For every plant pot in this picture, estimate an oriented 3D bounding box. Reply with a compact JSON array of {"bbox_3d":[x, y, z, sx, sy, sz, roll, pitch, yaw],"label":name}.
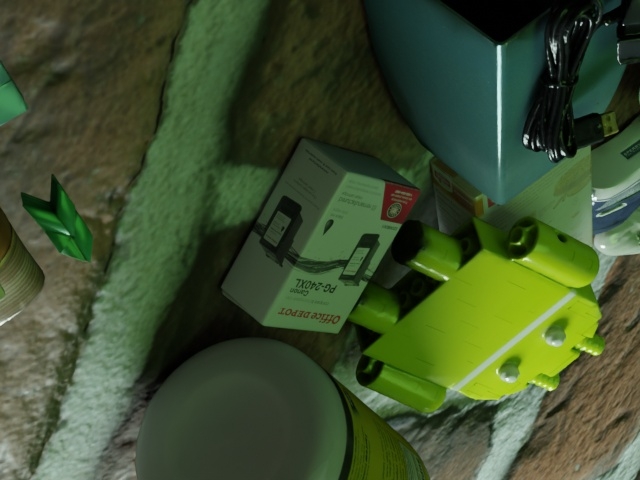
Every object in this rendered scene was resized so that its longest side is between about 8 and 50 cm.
[{"bbox_3d":[0.147,-0.155,1.250,0.165,0.165,0.234,-36,146,-20],"label":"plant pot"}]

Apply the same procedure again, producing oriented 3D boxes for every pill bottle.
[{"bbox_3d":[-0.010,0.227,1.397,0.188,0.188,0.334,-48,146,-3],"label":"pill bottle"}]

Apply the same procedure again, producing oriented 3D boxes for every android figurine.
[{"bbox_3d":[0.150,0.073,1.454,0.273,0.056,0.248,27,125,-35],"label":"android figurine"}]

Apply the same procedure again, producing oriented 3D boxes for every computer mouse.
[{"bbox_3d":[0.264,-0.149,1.193,0.262,0.060,0.184,-29,146,-31],"label":"computer mouse"}]

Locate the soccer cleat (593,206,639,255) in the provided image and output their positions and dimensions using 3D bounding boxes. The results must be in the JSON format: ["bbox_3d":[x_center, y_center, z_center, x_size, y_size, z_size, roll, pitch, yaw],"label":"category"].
[{"bbox_3d":[0.375,-0.015,1.701,0.196,0.076,0.068,-11,130,-42],"label":"soccer cleat"}]

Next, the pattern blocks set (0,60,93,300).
[{"bbox_3d":[-0.304,0.024,0.950,0.324,0.026,0.285,-23,126,-11],"label":"pattern blocks set"}]

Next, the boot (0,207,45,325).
[{"bbox_3d":[-0.293,0.034,1.020,0.197,0.073,0.152,-44,137,-7],"label":"boot"}]

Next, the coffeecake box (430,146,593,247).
[{"bbox_3d":[0.185,-0.034,1.478,0.142,0.068,0.185,-34,142,-18],"label":"coffeecake box"}]

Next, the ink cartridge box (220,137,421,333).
[{"bbox_3d":[0.000,0.000,1.308,0.109,0.063,0.150,10,113,-52],"label":"ink cartridge box"}]

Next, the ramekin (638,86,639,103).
[{"bbox_3d":[0.457,-0.205,1.485,0.303,0.148,0.303,-43,161,-18],"label":"ramekin"}]

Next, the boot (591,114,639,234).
[{"bbox_3d":[0.335,-0.079,1.619,0.190,0.069,0.086,-27,147,-17],"label":"boot"}]
